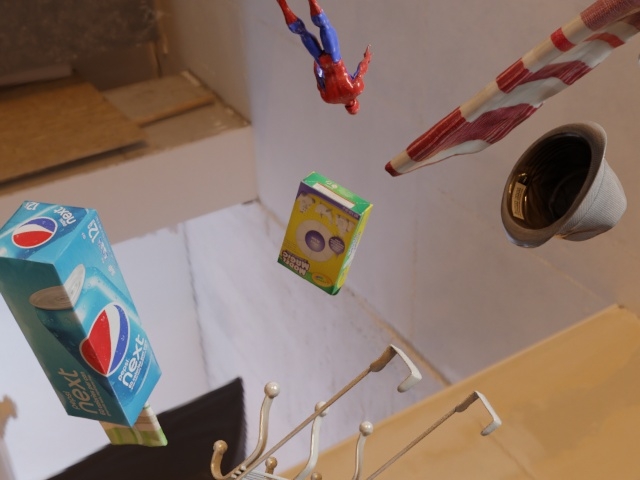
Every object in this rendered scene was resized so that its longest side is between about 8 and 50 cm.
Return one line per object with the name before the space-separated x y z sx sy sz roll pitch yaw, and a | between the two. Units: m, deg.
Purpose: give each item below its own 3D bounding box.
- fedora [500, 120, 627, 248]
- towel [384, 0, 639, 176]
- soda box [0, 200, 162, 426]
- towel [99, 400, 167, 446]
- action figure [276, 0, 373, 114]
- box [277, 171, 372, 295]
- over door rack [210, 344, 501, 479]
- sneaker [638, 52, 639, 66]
fedora | 0.436 -0.079 1.372 0.244 0.124 0.275 -64 -162 -1
towel | 0.246 -0.178 0.893 0.329 0.237 0.037 -37 -99 36
soda box | -0.206 0.069 0.678 0.071 0.067 0.210 7 -45 17
towel | -0.295 0.239 1.147 0.113 0.023 0.152 -6 -63 31
action figure | 0.013 -0.348 1.369 0.139 0.091 0.280 -79 150 -43
box | 0.000 0.000 1.157 0.105 0.043 0.179 30 -50 16
over door rack | 0.045 0.248 1.069 0.324 0.239 0.108 -34 -131 23
sneaker | 0.477 -0.214 1.066 0.057 0.075 0.161 52 -4 -41
